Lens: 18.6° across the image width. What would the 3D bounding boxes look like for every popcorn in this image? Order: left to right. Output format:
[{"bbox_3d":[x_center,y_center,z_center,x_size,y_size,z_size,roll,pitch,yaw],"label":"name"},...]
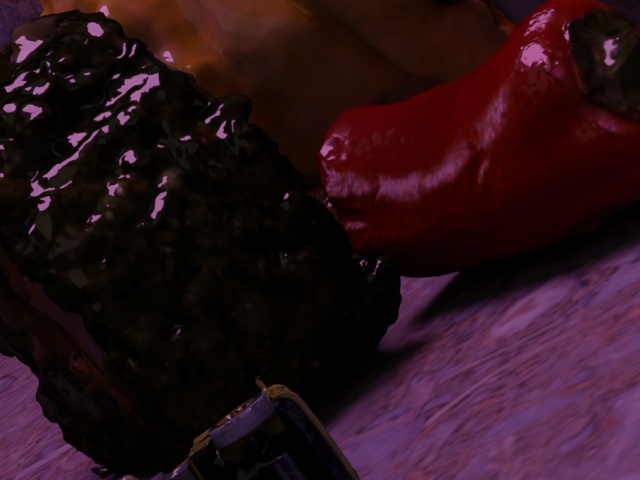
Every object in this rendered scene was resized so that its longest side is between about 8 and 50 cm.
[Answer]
[{"bbox_3d":[-0.021,-0.177,1.448,0.349,0.349,0.382,-40,18,-27],"label":"popcorn"}]

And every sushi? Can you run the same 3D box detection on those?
[{"bbox_3d":[-0.135,0.000,1.251,0.178,0.294,0.352,-43,14,-19],"label":"sushi"}]

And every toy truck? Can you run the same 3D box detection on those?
[{"bbox_3d":[-0.072,0.149,0.963,0.191,0.085,0.116,-37,6,0],"label":"toy truck"}]

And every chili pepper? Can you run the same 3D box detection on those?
[{"bbox_3d":[0.146,-0.068,1.124,0.135,0.131,0.338,10,-22,-35],"label":"chili pepper"}]

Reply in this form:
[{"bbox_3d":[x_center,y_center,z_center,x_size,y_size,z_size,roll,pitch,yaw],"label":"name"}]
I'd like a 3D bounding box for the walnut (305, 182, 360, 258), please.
[{"bbox_3d":[0.000,0.000,1.424,0.096,0.082,0.079,-36,38,-18],"label":"walnut"}]

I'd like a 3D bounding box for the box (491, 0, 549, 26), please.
[{"bbox_3d":[0.199,-0.230,1.647,0.243,0.163,0.135,-41,3,-26],"label":"box"}]

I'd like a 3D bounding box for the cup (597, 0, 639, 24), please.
[{"bbox_3d":[0.274,-0.266,1.447,0.257,0.227,0.301,-53,-6,-14],"label":"cup"}]
